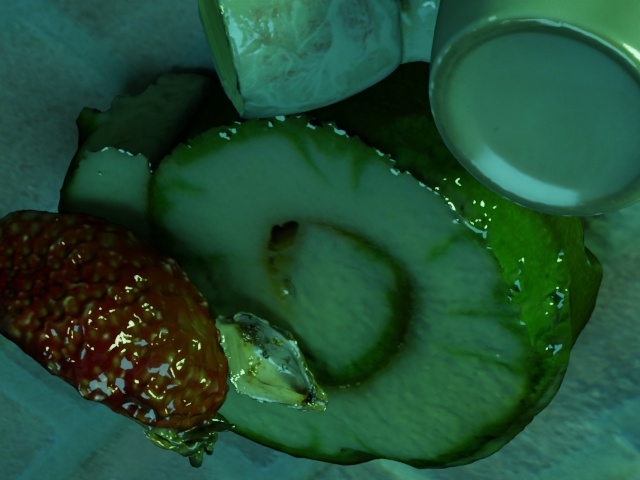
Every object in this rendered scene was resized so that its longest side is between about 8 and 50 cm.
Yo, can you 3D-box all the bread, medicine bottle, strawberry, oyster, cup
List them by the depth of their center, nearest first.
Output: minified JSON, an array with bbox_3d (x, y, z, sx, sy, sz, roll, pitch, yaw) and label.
[{"bbox_3d":[0.132,-0.161,1.077,0.186,0.234,0.258,-26,113,42],"label":"cup"},{"bbox_3d":[0.000,-0.155,1.185,0.143,0.147,0.147,-17,131,-7],"label":"medicine bottle"},{"bbox_3d":[-0.145,0.044,1.346,0.236,0.107,0.175,36,179,-2],"label":"strawberry"},{"bbox_3d":[-0.036,0.083,1.364,0.051,0.034,0.093,-24,107,27],"label":"oyster"},{"bbox_3d":[0.000,0.000,1.381,0.382,0.129,0.366,26,141,4],"label":"bread"}]
